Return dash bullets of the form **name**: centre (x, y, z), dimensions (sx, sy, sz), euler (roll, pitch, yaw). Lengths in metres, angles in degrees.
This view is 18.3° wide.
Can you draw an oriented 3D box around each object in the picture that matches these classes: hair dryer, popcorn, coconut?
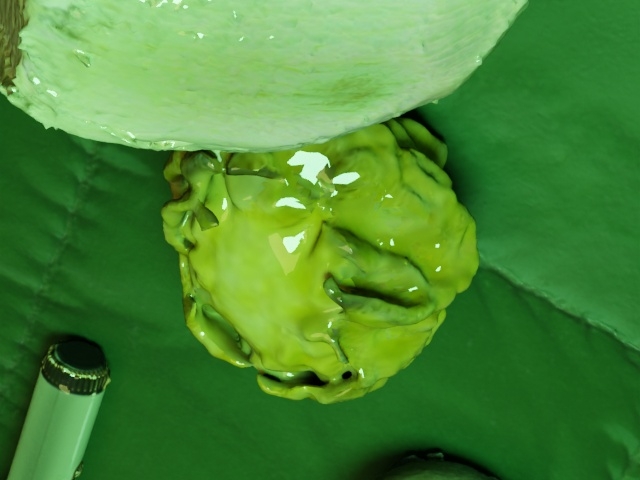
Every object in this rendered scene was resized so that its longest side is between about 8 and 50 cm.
- **hair dryer**: centre (-0.249, 0.225, 1.765), dimensions (0.203, 0.128, 0.362), euler (25, 120, 7)
- **popcorn**: centre (0.000, 0.000, 1.453), dimensions (0.250, 0.190, 0.250), euler (9, 129, 12)
- **coconut**: centre (-0.009, -0.250, 1.190), dimensions (0.405, 0.404, 0.404), euler (11, 125, 17)

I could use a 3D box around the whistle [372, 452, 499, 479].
- **whistle**: centre (0.053, 0.296, 1.646), dimensions (0.189, 0.189, 0.348), euler (47, 138, -10)
